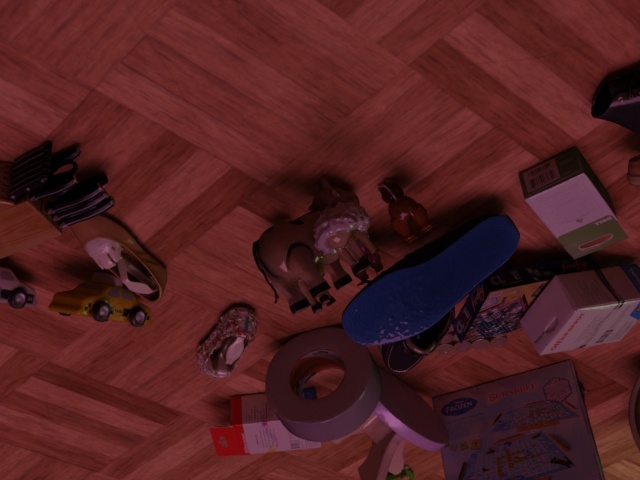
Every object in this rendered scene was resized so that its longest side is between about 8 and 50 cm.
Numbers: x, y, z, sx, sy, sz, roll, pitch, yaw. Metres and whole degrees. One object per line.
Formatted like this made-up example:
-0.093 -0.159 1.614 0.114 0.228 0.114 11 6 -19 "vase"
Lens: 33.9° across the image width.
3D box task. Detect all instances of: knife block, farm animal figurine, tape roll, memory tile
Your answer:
-0.468 -0.043 1.707 0.242 0.088 0.275 11 137 -17 "knife block"
0.000 0.000 1.735 0.330 0.172 0.327 -39 171 34 "farm animal figurine"
0.005 0.277 2.037 0.219 0.219 0.072 -14 138 11 "tape roll"
0.304 0.187 2.120 0.148 0.012 0.113 -7 140 3 "memory tile"

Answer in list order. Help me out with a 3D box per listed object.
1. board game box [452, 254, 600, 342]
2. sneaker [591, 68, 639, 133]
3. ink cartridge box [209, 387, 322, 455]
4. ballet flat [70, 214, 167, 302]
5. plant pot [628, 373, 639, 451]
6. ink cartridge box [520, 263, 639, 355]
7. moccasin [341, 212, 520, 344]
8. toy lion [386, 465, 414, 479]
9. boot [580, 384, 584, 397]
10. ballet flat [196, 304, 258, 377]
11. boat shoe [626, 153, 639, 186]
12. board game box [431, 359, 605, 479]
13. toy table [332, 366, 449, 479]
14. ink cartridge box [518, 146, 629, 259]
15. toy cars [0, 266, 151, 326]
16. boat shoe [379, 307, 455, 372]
0.381 0.108 1.955 0.243 0.042 0.165 -9 143 -23 "board game box"
0.506 -0.242 1.575 0.118 0.083 0.222 10 139 -16 "sneaker"
-0.117 0.396 2.274 0.231 0.078 0.134 -5 139 1 "ink cartridge box"
-0.345 0.032 1.821 0.080 0.073 0.232 -26 135 23 "ballet flat"
0.820 0.428 2.256 0.334 0.333 0.305 -9 150 5 "plant pot"
0.494 0.127 1.936 0.203 0.085 0.148 -5 142 -29 "ink cartridge box"
0.193 0.075 1.823 0.342 0.117 0.137 -28 97 0 "moccasin"
0.185 0.593 2.580 0.100 0.034 0.096 -20 145 17 "toy lion"
0.502 0.439 2.310 0.085 0.178 0.236 22 133 -28 "boot"
-0.188 0.218 2.057 0.091 0.077 0.241 9 139 -17 "ballet flat"
0.637 -0.185 1.650 0.341 0.121 0.110 -23 100 16 "boat shoe"
0.411 0.436 2.192 0.319 0.318 0.066 -18 139 16 "board game box"
0.122 0.386 2.188 0.274 0.252 0.161 39 108 -21 "toy table"
0.436 -0.060 1.800 0.109 0.062 0.209 -26 136 23 "ink cartridge box"
-0.486 0.085 1.855 0.394 0.087 0.176 10 174 -15 "toy cars"
0.187 0.180 2.036 0.103 0.092 0.285 11 137 -16 "boat shoe"
